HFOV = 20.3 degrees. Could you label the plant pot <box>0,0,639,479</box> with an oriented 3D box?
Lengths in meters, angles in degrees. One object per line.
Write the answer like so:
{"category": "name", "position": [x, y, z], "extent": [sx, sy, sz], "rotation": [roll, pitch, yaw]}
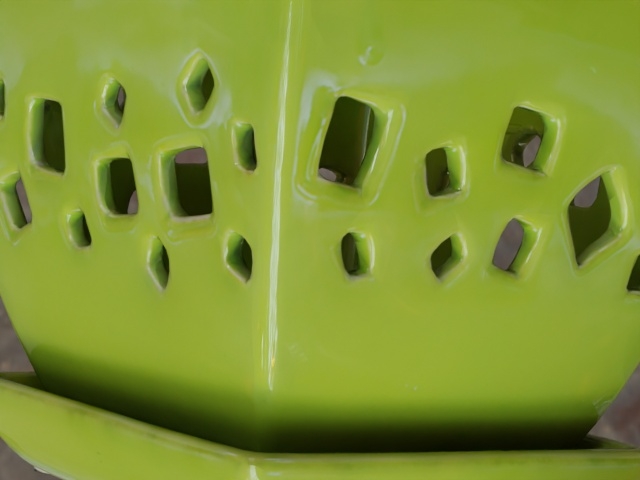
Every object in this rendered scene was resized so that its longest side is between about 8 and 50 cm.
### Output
{"category": "plant pot", "position": [0.000, 0.000, 0.679], "extent": [0.227, 0.228, 0.207], "rotation": [4, 93, -39]}
